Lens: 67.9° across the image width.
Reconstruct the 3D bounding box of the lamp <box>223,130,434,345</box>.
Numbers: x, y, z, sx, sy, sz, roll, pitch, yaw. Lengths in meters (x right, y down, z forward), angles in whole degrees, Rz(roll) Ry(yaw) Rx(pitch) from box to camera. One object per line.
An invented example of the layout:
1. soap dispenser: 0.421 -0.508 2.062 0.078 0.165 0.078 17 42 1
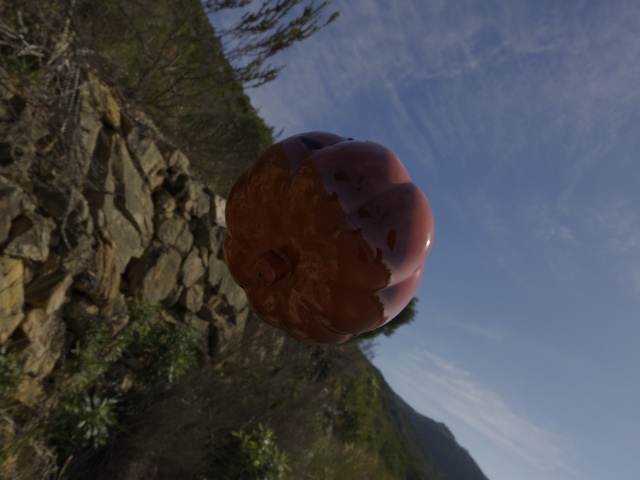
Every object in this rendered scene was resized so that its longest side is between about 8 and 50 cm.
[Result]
1. lamp: 0.000 0.000 0.420 0.187 0.164 0.188 13 -65 30
